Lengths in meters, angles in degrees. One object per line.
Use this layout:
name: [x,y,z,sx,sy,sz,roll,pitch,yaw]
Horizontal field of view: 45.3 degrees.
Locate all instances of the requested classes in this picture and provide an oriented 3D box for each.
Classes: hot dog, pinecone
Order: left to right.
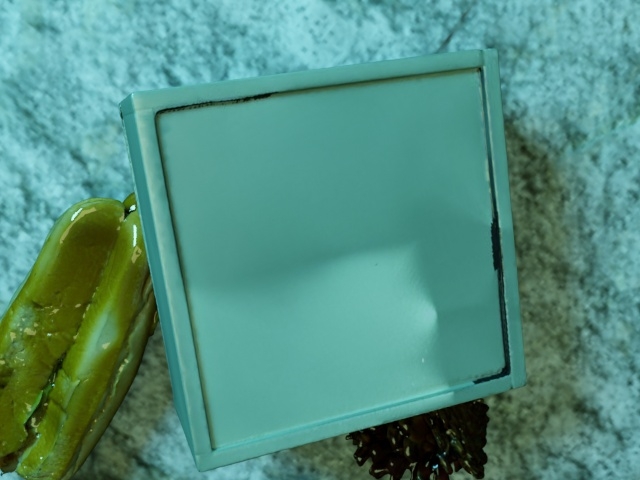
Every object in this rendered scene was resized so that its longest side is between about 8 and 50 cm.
hot dog: [-0.187,0.075,0.581,0.109,0.072,0.269,29,102,-8]
pinecone: [0.074,0.141,0.589,0.110,0.102,0.102,0,103,28]

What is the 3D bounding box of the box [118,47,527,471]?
box: [0.000,0.000,0.514,0.225,0.117,0.224,-11,101,-16]
